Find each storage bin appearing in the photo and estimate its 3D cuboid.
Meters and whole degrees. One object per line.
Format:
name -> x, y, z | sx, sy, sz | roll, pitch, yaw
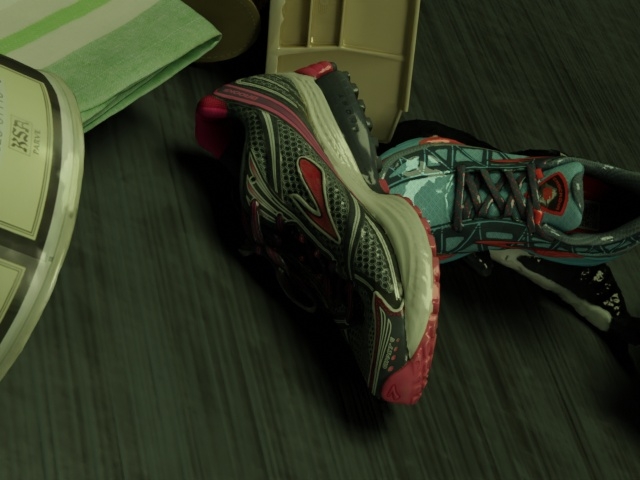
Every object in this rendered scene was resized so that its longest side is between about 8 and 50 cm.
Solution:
storage bin -> 0.030, -0.254, 1.683 | 0.123, 0.260, 0.262 | 7, 28, 1

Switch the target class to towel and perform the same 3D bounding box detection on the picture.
towel -> -0.245, -0.209, 1.378 | 0.325, 0.038, 0.248 | 40, 34, 4

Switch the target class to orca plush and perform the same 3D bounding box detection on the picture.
orca plush -> 0.183, -0.024, 1.682 | 0.287, 0.102, 0.151 | 42, 26, 5

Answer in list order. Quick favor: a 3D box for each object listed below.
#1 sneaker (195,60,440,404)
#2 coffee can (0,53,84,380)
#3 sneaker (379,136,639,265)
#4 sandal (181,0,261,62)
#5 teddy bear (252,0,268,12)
sneaker -> 0.000, 0.000, 1.414 | 0.112, 0.121, 0.299 | -9, 48, -21
coffee can -> -0.284, -0.039, 0.968 | 0.275, 0.201, 0.201 | 23, 30, -32
sneaker -> 0.158, -0.039, 1.573 | 0.261, 0.125, 0.104 | 1, 80, -24
sandal -> -0.151, -0.204, 1.547 | 0.240, 0.088, 0.079 | 4, 48, -43
teddy bear -> -0.072, -0.327, 1.702 | 0.338, 0.113, 0.245 | -87, 162, -69
